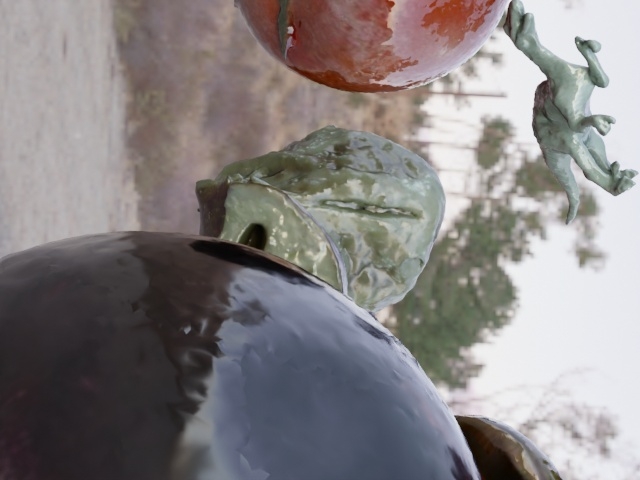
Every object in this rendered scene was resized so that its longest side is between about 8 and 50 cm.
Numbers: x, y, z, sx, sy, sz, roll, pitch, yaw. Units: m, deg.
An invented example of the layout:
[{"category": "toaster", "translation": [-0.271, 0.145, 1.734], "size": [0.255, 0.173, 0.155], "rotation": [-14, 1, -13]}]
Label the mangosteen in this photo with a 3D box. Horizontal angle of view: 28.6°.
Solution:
[{"category": "mangosteen", "translation": [-0.064, 0.191, 0.635], "size": [0.382, 0.435, 0.382], "rotation": [-21, -121, 38]}]

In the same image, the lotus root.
[{"category": "lotus root", "translation": [-0.056, 0.073, 1.017], "size": [0.235, 0.138, 0.119], "rotation": [-65, 174, 6]}]

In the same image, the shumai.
[{"category": "shumai", "translation": [0.000, 0.000, 1.390], "size": [0.222, 0.261, 0.225], "rotation": [-48, 136, -62]}]

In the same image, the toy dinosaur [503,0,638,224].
[{"category": "toy dinosaur", "translation": [0.213, -0.096, 1.104], "size": [0.053, 0.167, 0.242], "rotation": [-43, 164, -14]}]

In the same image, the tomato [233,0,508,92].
[{"category": "tomato", "translation": [0.055, -0.263, 1.120], "size": [0.265, 0.265, 0.265], "rotation": [-177, -90, -85]}]
